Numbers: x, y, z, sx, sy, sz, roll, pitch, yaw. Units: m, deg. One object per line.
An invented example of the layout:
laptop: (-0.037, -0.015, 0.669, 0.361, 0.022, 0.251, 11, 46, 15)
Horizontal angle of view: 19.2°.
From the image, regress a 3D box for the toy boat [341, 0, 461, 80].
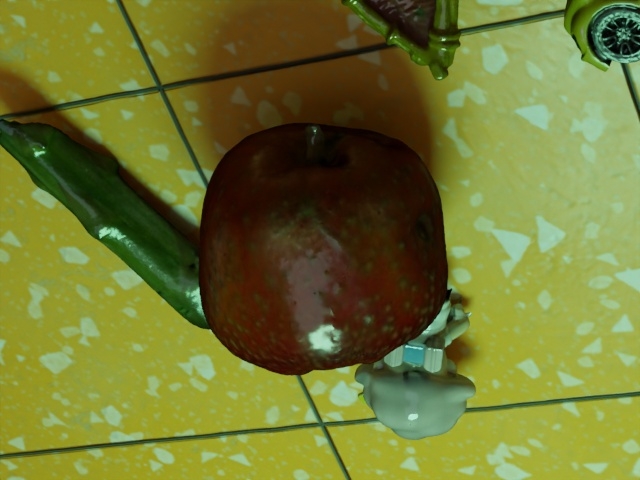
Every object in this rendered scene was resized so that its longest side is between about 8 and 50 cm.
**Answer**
toy boat: (0.046, -0.296, 1.803, 0.141, 0.099, 0.318, -15, 125, 32)

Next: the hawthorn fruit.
hawthorn fruit: (0.000, 0.000, 1.954, 0.275, 0.275, 0.299, 6, 128, 14)

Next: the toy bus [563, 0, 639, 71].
toy bus: (0.288, -0.317, 1.673, 0.151, 0.145, 0.331, 26, 129, -2)

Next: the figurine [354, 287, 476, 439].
figurine: (0.109, 0.146, 2.134, 0.137, 0.112, 0.229, 4, 127, -2)

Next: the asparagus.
asparagus: (-0.231, -0.030, 2.125, 0.343, 0.085, 0.082, 42, 125, -15)
